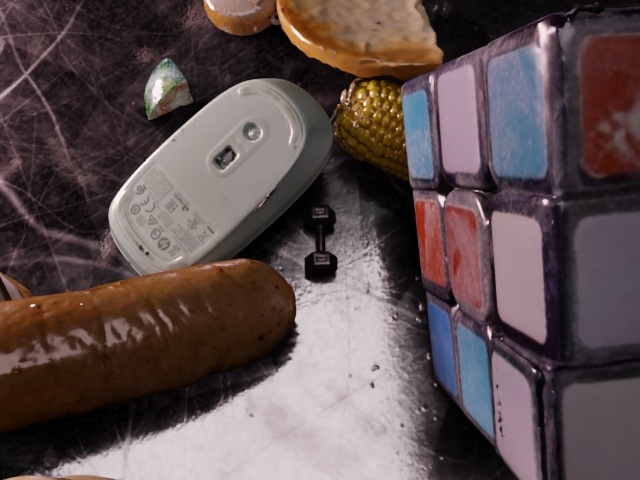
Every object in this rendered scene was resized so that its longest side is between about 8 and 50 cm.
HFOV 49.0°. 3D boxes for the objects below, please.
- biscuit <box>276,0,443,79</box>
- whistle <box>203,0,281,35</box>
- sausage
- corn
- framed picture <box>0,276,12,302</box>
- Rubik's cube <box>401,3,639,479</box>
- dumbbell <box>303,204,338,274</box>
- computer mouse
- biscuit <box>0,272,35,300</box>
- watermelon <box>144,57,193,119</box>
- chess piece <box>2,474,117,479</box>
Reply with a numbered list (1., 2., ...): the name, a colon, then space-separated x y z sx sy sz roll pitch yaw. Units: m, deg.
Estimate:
1. biscuit: 0.045 -0.307 0.922 0.204 0.040 0.309 -3 50 -2
2. whistle: -0.140 -0.356 0.967 0.220 0.057 0.107 34 73 14
3. sausage: -0.255 0.110 0.683 0.500 0.136 0.123 -12 101 -22
4. corn: 0.158 -0.101 0.846 0.305 0.106 0.106 26 70 9
5. framed picture: -0.419 0.090 0.754 0.168 0.023 0.128 -32 70 -10
6. Rubik's cube: 0.293 -0.010 0.627 0.361 0.363 0.359 -8 99 -4
7. dumbbell: 0.000 0.000 0.840 0.036 0.040 0.083 11 65 -30
8. computer mouse: -0.112 -0.069 0.835 0.288 0.097 0.159 -45 74 1
9. biscuit: -0.407 0.113 0.785 0.208 0.049 0.181 16 70 7
10. watermelon: -0.193 -0.199 0.917 0.061 0.085 0.085 30 65 -33
11. chess piece: -0.243 0.249 0.594 0.138 0.307 0.124 27 70 9
